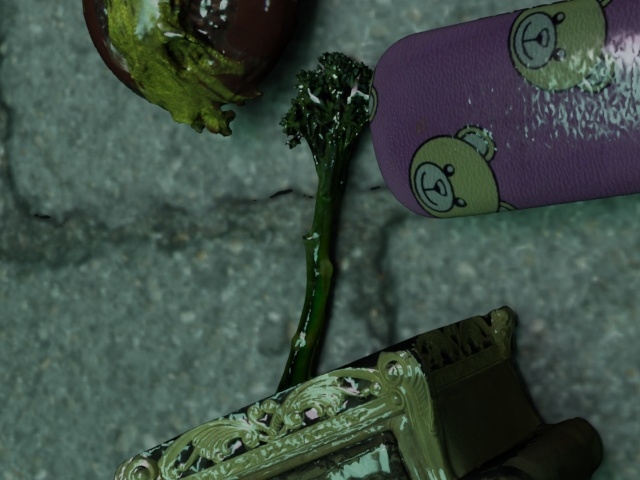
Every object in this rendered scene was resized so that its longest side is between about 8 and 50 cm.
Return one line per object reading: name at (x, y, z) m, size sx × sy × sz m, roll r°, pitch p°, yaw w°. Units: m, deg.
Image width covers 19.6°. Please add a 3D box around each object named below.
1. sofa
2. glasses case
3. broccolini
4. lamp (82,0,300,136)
sofa at (0.032, 0.170, 1.153) m, size 0.258 × 0.200 × 0.182 m, roll -24°, pitch 84°, yaw 22°
glasses case at (0.172, -0.088, 1.120) m, size 0.316 × 0.076 × 0.123 m, roll -9°, pitch 93°, yaw 30°
broccolini at (-0.008, -0.001, 1.253) m, size 0.071 × 0.057 × 0.254 m, roll -142°, pitch 61°, yaw -69°
lamp at (-0.093, -0.164, 1.234) m, size 0.157 × 0.135 × 0.156 m, roll 39°, pitch 113°, yaw 23°
